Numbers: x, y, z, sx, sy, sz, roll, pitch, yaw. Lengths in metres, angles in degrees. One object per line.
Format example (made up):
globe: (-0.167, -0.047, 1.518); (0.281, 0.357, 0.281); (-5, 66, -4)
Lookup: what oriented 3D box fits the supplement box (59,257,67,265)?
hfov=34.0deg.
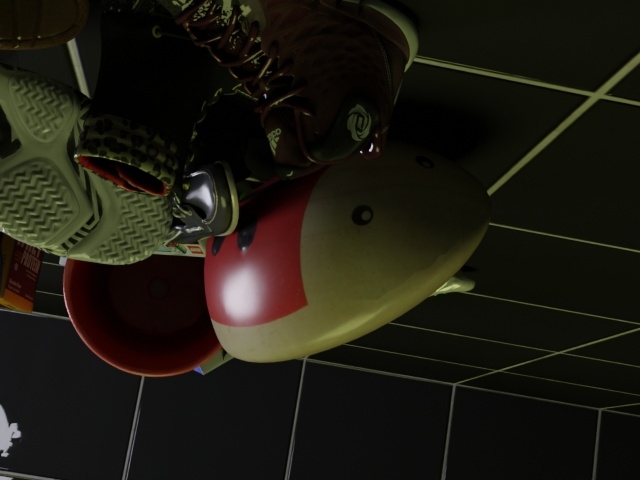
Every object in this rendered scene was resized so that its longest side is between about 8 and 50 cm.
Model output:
supplement box: (-0.347, 0.026, 1.907); (0.239, 0.073, 0.130); (13, 167, -14)

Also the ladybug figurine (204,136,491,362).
ladybug figurine: (0.000, 0.000, 1.188); (0.162, 0.305, 0.449); (54, 149, -11)

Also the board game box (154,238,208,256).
board game box: (-0.311, -0.057, 1.443); (0.305, 0.053, 0.193); (3, 146, 25)

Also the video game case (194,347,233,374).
video game case: (-0.164, 0.143, 1.903); (0.244, 0.061, 0.269); (-28, -167, -21)

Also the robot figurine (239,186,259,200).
robot figurine: (-0.063, -0.035, 1.460); (0.101, 0.067, 0.115); (-13, 156, 39)

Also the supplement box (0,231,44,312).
supplement box: (-0.560, 0.003, 1.690); (0.194, 0.191, 0.129); (7, 166, 6)

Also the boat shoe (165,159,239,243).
boat shoe: (-0.141, -0.033, 1.136); (0.064, 0.075, 0.206); (-11, 173, -23)

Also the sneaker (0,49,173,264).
sneaker: (-0.292, -0.112, 0.972); (0.365, 0.137, 0.210); (31, -173, -7)

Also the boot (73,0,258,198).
boot: (-0.112, -0.115, 0.896); (0.085, 0.179, 0.236); (-2, 162, 34)

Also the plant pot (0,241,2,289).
plant pot: (-0.588, -0.017, 1.510); (0.235, 0.212, 0.236); (6, 152, 7)

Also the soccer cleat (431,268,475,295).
soccer cleat: (0.162, 0.078, 1.768); (0.196, 0.076, 0.068); (5, 167, 16)

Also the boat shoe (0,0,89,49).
boat shoe: (-0.316, -0.223, 0.840); (0.257, 0.095, 0.095); (9, -156, -32)

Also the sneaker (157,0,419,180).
sneaker: (-0.043, -0.135, 0.801); (0.281, 0.163, 0.106); (17, 165, -31)

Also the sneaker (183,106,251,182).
sneaker: (-0.146, -0.123, 1.131); (0.124, 0.107, 0.283); (-7, 169, 6)

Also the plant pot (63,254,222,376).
plant pot: (-0.263, 0.074, 1.687); (0.274, 0.275, 0.243); (11, 177, -7)
